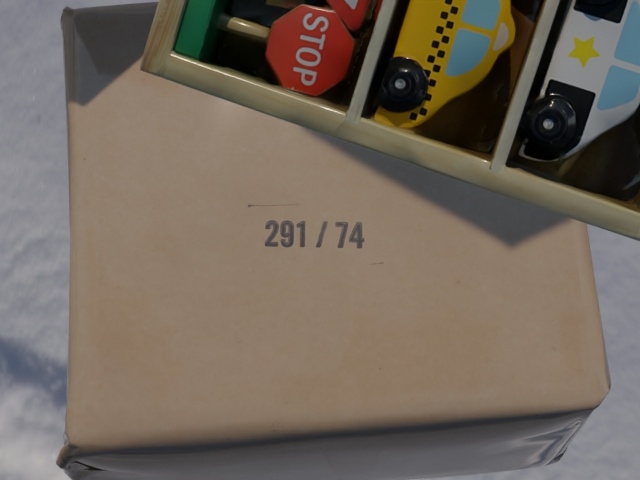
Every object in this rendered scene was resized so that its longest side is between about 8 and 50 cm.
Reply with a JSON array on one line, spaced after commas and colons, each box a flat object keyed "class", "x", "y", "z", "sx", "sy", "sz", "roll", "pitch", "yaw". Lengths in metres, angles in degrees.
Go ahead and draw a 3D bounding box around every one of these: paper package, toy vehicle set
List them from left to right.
[{"class": "paper package", "x": 0.000, "y": 0.000, "z": 0.950, "sx": 0.324, "sy": 0.168, "sz": 0.310, "roll": -4, "pitch": 70, "yaw": -1}, {"class": "toy vehicle set", "x": 0.064, "y": -0.151, "z": 0.432, "sx": 0.166, "sy": 0.035, "sz": 0.267, "roll": 18, "pitch": 98, "yaw": 4}]
